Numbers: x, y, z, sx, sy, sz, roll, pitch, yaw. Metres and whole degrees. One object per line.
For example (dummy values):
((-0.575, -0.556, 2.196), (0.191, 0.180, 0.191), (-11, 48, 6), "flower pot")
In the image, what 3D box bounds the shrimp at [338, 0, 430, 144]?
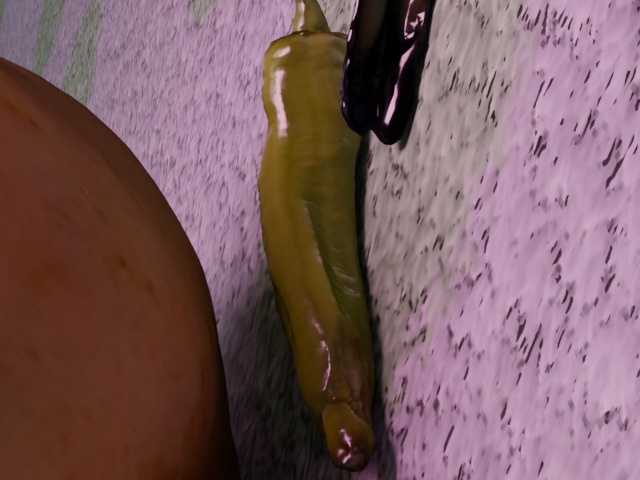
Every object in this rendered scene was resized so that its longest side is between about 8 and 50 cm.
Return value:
((0.046, -0.086, 0.485), (0.262, 0.051, 0.198), (-93, 15, -52), "shrimp")

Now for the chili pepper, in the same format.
((0.000, 0.001, 0.584), (0.049, 0.043, 0.208), (-33, 46, 32), "chili pepper")

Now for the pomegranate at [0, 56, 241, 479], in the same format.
((-0.189, 0.104, 0.569), (0.411, 0.411, 0.412), (-167, 90, -74), "pomegranate")
